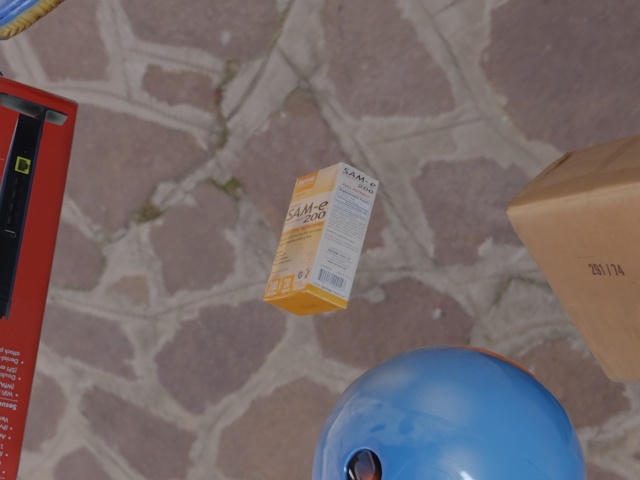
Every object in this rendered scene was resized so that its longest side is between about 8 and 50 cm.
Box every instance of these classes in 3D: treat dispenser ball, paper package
[{"bbox_3d":[0.135,0.253,1.218,0.288,0.288,0.288,16,126,24],"label":"treat dispenser ball"},{"bbox_3d":[0.439,0.023,1.431,0.309,0.168,0.325,57,156,-9],"label":"paper package"}]

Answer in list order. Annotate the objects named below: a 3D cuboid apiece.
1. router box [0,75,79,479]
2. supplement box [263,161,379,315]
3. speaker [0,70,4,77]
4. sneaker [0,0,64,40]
[{"bbox_3d":[-0.291,0.080,0.815,0.082,0.301,0.335,17,154,-29],"label":"router box"},{"bbox_3d":[0.000,0.000,0.814,0.036,0.098,0.062,25,158,-27],"label":"supplement box"},{"bbox_3d":[-0.362,-0.130,1.085,0.136,0.055,0.055,-14,110,29],"label":"speaker"},{"bbox_3d":[-0.216,-0.296,0.925,0.112,0.296,0.131,-6,140,44],"label":"sneaker"}]
